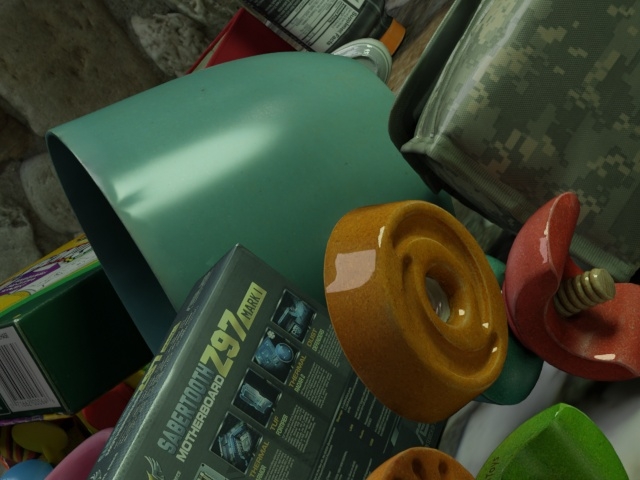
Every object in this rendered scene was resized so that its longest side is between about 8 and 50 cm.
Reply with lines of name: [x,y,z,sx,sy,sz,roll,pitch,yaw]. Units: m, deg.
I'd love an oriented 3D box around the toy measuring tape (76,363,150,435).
toy measuring tape: [-0.210,0.136,1.664,0.330,0.121,0.121,-48,13,21]

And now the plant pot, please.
plant pot: [-0.038,-0.010,1.076,0.235,0.293,0.293,-30,7,-14]

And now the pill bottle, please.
pill bottle: [-0.002,-0.329,1.888,0.130,0.246,0.130,-49,14,17]

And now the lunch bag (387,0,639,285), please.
lunch bag: [0.164,-0.116,0.886,0.235,0.169,0.287,-56,4,2]

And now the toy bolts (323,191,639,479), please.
toy bolts: [0.050,0.069,0.693,0.158,0.218,0.228,-26,19,37]

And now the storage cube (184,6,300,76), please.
storage cube: [-0.115,-0.185,2.029,0.183,0.193,0.215,-43,16,37]

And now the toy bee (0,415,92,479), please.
toy bee: [-0.222,0.259,1.343,0.162,0.298,0.195,-26,-24,-1]

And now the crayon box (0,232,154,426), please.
crayon box: [-0.229,0.060,1.373,0.313,0.106,0.363,-36,13,-35]

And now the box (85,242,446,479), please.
box: [-0.032,0.139,0.835,0.059,0.183,0.232,-41,18,43]

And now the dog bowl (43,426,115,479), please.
dog bowl: [-0.192,0.315,1.011,0.408,0.150,0.408,-50,13,16]

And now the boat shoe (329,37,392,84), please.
boat shoe: [-0.009,-0.141,1.588,0.227,0.079,0.081,-40,10,20]
